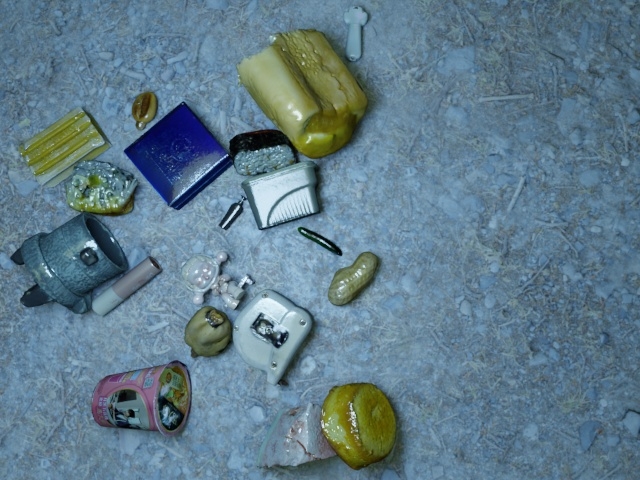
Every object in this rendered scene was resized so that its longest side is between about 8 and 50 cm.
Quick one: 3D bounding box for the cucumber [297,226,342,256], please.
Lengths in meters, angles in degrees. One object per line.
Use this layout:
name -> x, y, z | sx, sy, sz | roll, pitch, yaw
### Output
cucumber -> 0.000, 0.000, 1.527 | 0.184, 0.033, 0.036 | 29, 68, 3

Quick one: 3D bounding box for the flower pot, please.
flower pot -> -0.822, 0.091, 1.427 | 0.282, 0.299, 0.299 | -31, 84, -8

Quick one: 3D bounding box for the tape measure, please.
tape measure -> -0.163, 0.316, 1.454 | 0.265, 0.130, 0.258 | 31, 88, 5

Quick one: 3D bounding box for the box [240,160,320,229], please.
box -> -0.121, -0.153, 1.504 | 0.274, 0.138, 0.179 | -16, 90, 3

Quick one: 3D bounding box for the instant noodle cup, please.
instant noodle cup -> -0.588, 0.517, 1.412 | 0.254, 0.244, 0.244 | -5, 84, 10

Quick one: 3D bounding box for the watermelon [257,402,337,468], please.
watermelon -> -0.052, 0.650, 1.380 | 0.309, 0.232, 0.193 | 1, 48, 12

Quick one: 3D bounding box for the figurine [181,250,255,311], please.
figurine -> -0.367, 0.127, 1.484 | 0.256, 0.144, 0.182 | 33, 107, 3

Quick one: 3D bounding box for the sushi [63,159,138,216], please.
sushi -> -0.756, -0.180, 1.519 | 0.273, 0.139, 0.185 | 6, 87, 0

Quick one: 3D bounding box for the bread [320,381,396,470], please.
bread -> 0.128, 0.575, 1.366 | 0.145, 0.268, 0.269 | -28, 82, 38

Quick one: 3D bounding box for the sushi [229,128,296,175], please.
sushi -> -0.197, -0.303, 1.499 | 0.225, 0.136, 0.126 | -14, 59, -19

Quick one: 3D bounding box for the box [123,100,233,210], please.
box -> -0.499, -0.298, 1.537 | 0.279, 0.116, 0.261 | -41, 86, -1

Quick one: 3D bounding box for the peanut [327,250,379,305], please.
peanut -> 0.110, 0.128, 1.477 | 0.226, 0.095, 0.108 | -44, 88, -3

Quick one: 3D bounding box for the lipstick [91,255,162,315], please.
lipstick -> -0.680, 0.159, 1.515 | 0.254, 0.070, 0.070 | -38, 84, -2

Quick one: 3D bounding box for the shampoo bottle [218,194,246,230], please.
shampoo bottle -> -0.312, -0.100, 1.550 | 0.048, 0.027, 0.137 | 36, 86, 3

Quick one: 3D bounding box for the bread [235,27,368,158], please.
bread -> -0.053, -0.462, 1.446 | 0.361, 0.250, 0.394 | -32, 86, -35

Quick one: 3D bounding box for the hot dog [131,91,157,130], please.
hot dog -> -0.645, -0.477, 1.587 | 0.089, 0.060, 0.141 | 4, 78, 6

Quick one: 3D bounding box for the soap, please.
soap -> -0.925, -0.339, 1.565 | 0.274, 0.089, 0.174 | -35, 83, -2

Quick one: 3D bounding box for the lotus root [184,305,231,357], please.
lotus root -> -0.367, 0.302, 1.433 | 0.154, 0.257, 0.140 | 40, 47, 0

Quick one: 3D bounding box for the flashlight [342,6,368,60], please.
flashlight -> 0.125, -0.758, 1.592 | 0.093, 0.047, 0.201 | 3, 87, 3
